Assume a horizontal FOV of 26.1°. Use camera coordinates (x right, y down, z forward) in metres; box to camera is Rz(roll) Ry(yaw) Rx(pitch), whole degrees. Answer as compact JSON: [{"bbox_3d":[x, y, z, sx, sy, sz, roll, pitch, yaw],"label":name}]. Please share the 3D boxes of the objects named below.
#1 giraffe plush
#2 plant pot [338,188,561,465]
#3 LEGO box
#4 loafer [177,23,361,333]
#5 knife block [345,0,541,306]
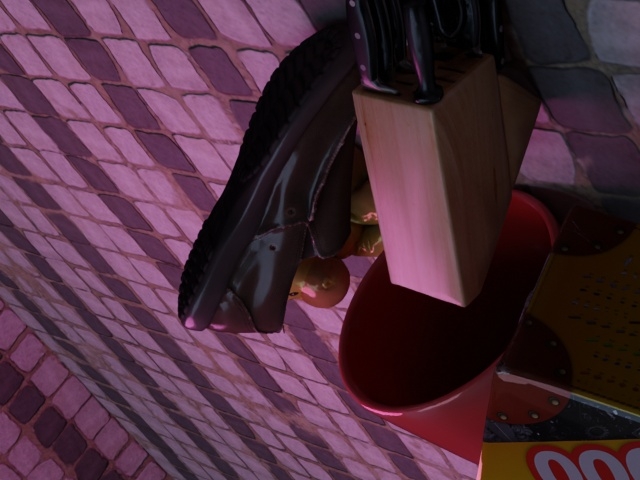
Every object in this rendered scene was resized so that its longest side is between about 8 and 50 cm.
[{"bbox_3d":[0.000,0.000,1.562,0.210,0.170,0.181,21,153,32],"label":"giraffe plush"},{"bbox_3d":[0.198,0.121,1.430,0.243,0.275,0.275,41,158,-31],"label":"plant pot"},{"bbox_3d":[0.383,0.227,1.102,0.500,0.193,0.372,17,138,16],"label":"LEGO box"},{"bbox_3d":[-0.023,-0.053,1.406,0.130,0.134,0.366,20,119,-18],"label":"loafer"},{"bbox_3d":[0.083,-0.099,1.185,0.088,0.275,0.242,18,180,38],"label":"knife block"}]
